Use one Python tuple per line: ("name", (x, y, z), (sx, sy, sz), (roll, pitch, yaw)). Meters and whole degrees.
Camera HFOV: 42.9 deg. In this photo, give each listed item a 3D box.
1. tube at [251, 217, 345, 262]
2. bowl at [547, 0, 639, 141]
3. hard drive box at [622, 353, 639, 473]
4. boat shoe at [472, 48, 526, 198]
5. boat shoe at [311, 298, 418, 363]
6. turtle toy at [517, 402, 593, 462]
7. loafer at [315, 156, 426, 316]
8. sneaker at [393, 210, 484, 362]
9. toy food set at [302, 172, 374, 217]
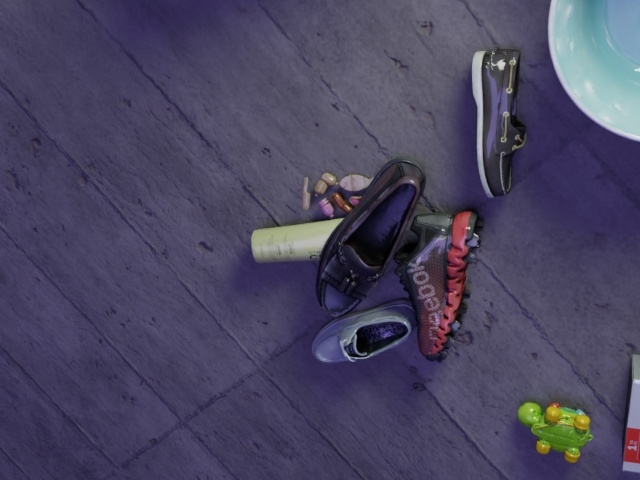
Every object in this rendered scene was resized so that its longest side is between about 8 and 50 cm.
("tube", (0.000, 0.000, 1.421), (0.240, 0.062, 0.070), (-4, 152, 13))
("bowl", (0.462, -0.293, 1.060), (0.312, 0.163, 0.311), (8, 114, 17))
("hard drive box", (0.614, 0.293, 1.308), (0.232, 0.089, 0.181), (4, 113, 19))
("boat shoe", (0.274, -0.173, 1.228), (0.069, 0.081, 0.227), (0, 110, 24))
("boat shoe", (0.071, 0.173, 1.455), (0.228, 0.081, 0.079), (-26, 102, 27))
("turtle toy", (0.405, 0.319, 1.408), (0.130, 0.066, 0.095), (15, 117, 14))
("loafer", (0.076, 0.004, 1.340), (0.109, 0.095, 0.302), (27, 108, -8))
("sneaker", (0.184, 0.072, 1.362), (0.135, 0.097, 0.276), (12, 114, 14))
("toy food set", (0.032, -0.077, 1.390), (0.122, 0.019, 0.077), (5, 101, 10))
